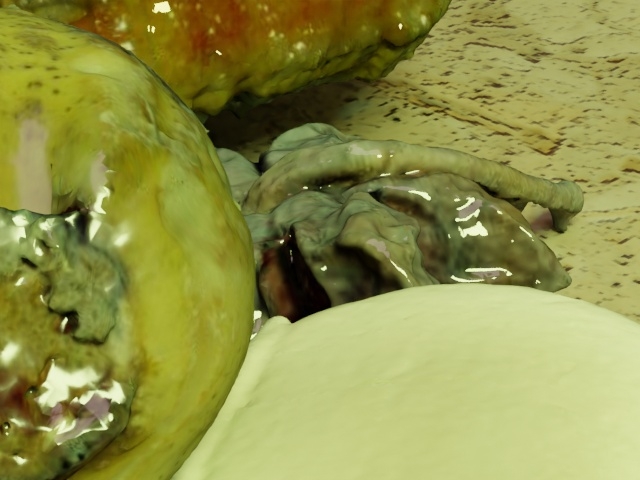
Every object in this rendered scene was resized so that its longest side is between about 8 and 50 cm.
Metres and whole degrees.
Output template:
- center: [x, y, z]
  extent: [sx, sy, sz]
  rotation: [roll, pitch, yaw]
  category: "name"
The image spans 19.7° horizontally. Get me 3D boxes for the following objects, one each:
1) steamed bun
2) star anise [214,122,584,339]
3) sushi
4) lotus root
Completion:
- center: [0.041, 0.121, 0.459]
  extent: [0.164, 0.146, 0.242]
  rotation: [1, 32, 18]
  category: "steamed bun"
- center: [0.000, 0.000, 0.721]
  extent: [0.262, 0.081, 0.230]
  rotation: [-21, 18, -24]
  category: "star anise"
- center: [-0.067, -0.118, 0.809]
  extent: [0.274, 0.139, 0.184]
  rotation: [-20, 11, -39]
  category: "sushi"
- center: [-0.108, -0.001, 0.496]
  extent: [0.154, 0.154, 0.278]
  rotation: [-12, 21, -16]
  category: "lotus root"
